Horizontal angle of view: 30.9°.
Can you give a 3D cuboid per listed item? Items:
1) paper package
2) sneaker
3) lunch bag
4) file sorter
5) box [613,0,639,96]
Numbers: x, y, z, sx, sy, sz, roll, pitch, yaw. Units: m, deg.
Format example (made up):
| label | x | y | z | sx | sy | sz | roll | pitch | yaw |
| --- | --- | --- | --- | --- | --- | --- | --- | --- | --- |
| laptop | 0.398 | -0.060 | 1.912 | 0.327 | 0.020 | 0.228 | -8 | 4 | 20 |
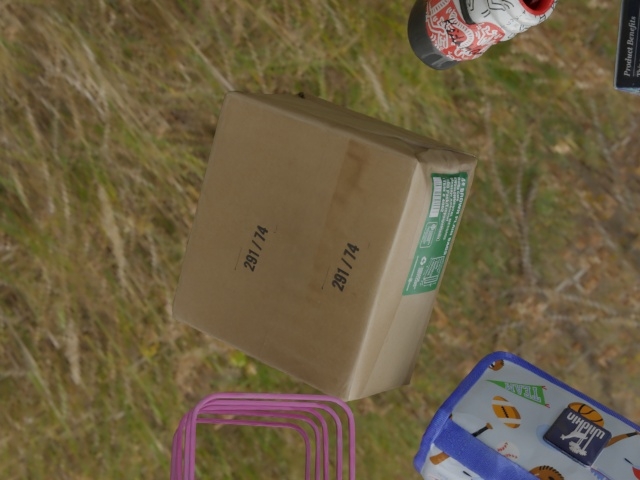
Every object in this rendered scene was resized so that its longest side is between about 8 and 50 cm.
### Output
| label | x | y | z | sx | sy | sz | roll | pitch | yaw |
| --- | --- | --- | --- | --- | --- | --- | --- | --- | --- |
| paper package | 0.000 | 0.000 | 1.474 | 0.168 | 0.309 | 0.325 | -10 | 119 | -58 |
| sneaker | 0.174 | -0.294 | 1.098 | 0.090 | 0.270 | 0.145 | 31 | 150 | -30 |
| lunch bag | 0.311 | 0.316 | 1.538 | 0.239 | 0.328 | 0.385 | -59 | 162 | 2 |
| file sorter | -0.079 | 0.290 | 1.407 | 0.202 | 0.182 | 0.291 | 4 | 165 | -11 |
| box | 0.665 | -0.298 | 1.654 | 0.293 | 0.395 | 0.212 | 2 | 95 | -52 |
